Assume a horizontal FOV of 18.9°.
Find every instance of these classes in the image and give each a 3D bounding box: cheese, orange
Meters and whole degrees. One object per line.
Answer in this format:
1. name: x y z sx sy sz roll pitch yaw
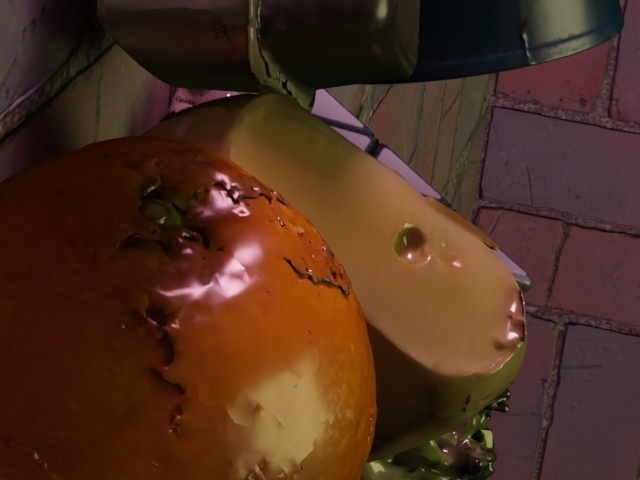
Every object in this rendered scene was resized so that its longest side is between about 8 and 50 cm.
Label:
1. cheese: -0.044 0.047 1.170 0.316 0.259 0.128 -31 -162 54
2. orange: -0.094 0.076 0.955 0.246 0.246 0.246 12 90 -80

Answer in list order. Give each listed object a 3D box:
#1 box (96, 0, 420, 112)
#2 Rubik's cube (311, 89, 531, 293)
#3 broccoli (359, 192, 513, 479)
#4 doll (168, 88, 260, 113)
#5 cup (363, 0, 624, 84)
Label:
1. box: -0.026 -0.224 1.119 0.220 0.166 0.290 35 57 -80
2. Rubik's cube: -0.002 0.001 1.686 0.228 0.228 0.233 -35 -164 -20
3. broccoli: 0.009 0.096 1.405 0.248 0.288 0.245 -44 149 20
4. doll: -0.062 -0.067 1.372 0.149 0.095 0.192 61 33 -34
5. cup: 0.089 -0.291 1.424 0.308 0.242 0.292 -59 142 -68
